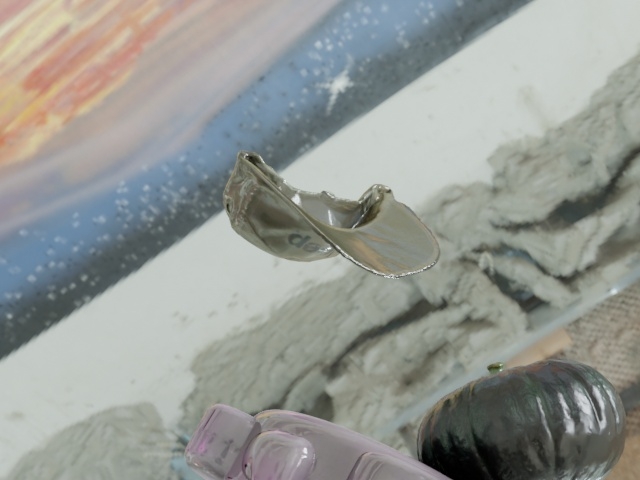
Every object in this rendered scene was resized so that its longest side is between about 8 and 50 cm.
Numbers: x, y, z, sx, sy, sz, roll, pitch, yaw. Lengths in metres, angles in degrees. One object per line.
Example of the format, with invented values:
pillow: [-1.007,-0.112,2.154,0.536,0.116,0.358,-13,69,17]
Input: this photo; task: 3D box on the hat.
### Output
hat: [0.000,0.000,1.181,0.149,0.214,0.244,-59,-147,30]

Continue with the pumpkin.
pumpkin: [0.189,0.184,0.995,0.202,0.202,0.140,-26,-110,17]

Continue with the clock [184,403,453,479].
clock: [0.038,0.271,0.999,0.322,0.295,0.113,11,-117,43]
